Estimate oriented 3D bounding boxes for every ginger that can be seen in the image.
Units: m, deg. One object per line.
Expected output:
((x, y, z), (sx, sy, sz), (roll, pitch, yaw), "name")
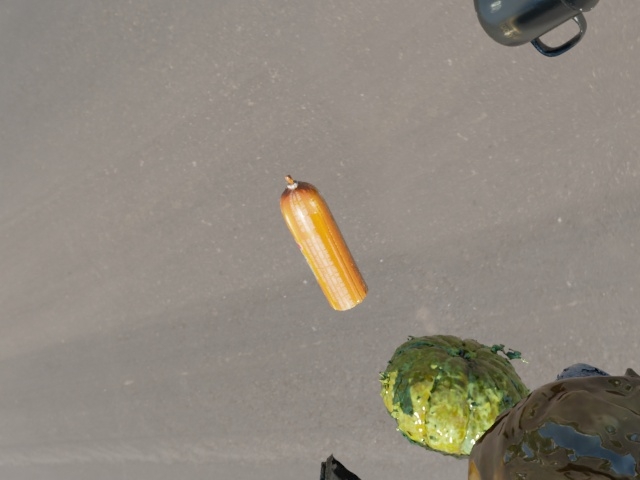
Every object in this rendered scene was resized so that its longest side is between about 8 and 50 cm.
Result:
((0.252, 0.257, 0.405), (0.269, 0.200, 0.223), (-118, 29, -61), "ginger")

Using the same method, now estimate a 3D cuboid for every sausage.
((0.000, 0.000, 0.730), (0.071, 0.071, 0.234), (-10, 120, 34), "sausage")

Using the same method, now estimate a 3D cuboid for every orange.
((0.275, 0.329, 0.976), (0.300, 0.301, 0.223), (9, 102, 21), "orange")

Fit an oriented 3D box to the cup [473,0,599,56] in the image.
((0.388, -0.422, 0.812), (0.223, 0.169, 0.176), (40, 159, -24), "cup")

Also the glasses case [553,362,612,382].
((0.388, 0.252, 0.522), (0.282, 0.067, 0.109), (46, 165, 24), "glasses case")

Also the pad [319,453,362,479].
((0.066, 0.425, 0.652), (0.022, 0.174, 0.233), (-26, 125, 22), "pad")
